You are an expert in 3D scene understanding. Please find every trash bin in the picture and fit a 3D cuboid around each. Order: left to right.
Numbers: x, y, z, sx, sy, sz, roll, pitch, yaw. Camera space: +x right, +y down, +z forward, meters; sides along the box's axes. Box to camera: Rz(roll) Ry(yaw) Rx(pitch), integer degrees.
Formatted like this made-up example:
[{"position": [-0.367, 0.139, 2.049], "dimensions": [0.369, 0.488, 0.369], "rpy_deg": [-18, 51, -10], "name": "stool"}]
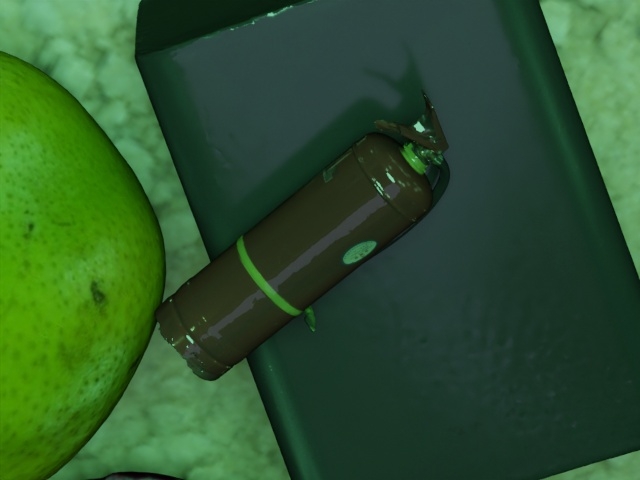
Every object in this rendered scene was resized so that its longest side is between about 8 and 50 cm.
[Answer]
[{"position": [0.034, -0.013, 0.681], "dimensions": [0.165, 0.115, 0.225], "rpy_deg": [-19, 114, 6], "name": "trash bin"}]

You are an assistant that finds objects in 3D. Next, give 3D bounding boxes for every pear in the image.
[{"position": [-0.155, 0.019, 0.615], "dimensions": [0.166, 0.216, 0.180], "rpy_deg": [-14, 98, 23], "name": "pear"}]

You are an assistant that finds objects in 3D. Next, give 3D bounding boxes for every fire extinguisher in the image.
[{"position": [0.000, 0.000, 0.604], "dimensions": [0.132, 0.039, 0.056], "rpy_deg": [-39, 139, 14], "name": "fire extinguisher"}]

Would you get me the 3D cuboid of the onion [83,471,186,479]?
[{"position": [-0.075, 0.222, 0.735], "dimensions": [0.195, 0.218, 0.140], "rpy_deg": [-28, 144, 2], "name": "onion"}]
